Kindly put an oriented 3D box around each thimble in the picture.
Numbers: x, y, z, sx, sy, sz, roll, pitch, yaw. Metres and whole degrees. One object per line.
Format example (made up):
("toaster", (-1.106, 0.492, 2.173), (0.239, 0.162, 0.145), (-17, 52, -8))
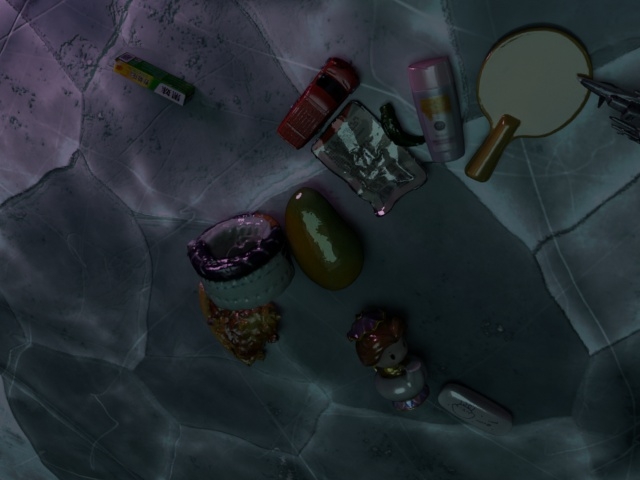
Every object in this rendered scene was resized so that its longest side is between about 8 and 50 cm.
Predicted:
("thimble", (-0.186, 0.049, 1.527), (0.237, 0.237, 0.150), (-3, 123, 23))

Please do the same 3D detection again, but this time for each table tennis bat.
("table tennis bat", (0.367, -0.242, 1.236), (0.198, 0.050, 0.321), (27, 124, 1))

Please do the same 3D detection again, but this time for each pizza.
("pizza", (-0.201, 0.220, 1.731), (0.228, 0.081, 0.290), (-13, 114, 27))

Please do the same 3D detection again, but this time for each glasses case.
("glasses case", (0.388, 0.424, 1.652), (0.197, 0.049, 0.076), (30, 127, 1))

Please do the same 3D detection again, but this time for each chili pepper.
("chili pepper", (0.159, -0.223, 1.329), (0.118, 0.035, 0.055), (40, 95, -8))

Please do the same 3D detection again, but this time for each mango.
("mango", (0.000, 0.000, 1.492), (0.156, 0.114, 0.251), (-19, 113, 38))

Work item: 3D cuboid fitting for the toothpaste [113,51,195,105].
("toothpaste", (-0.366, -0.355, 1.450), (0.178, 0.043, 0.037), (27, 127, 3))

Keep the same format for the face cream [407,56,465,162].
("face cream", (0.229, -0.251, 1.278), (0.084, 0.057, 0.199), (-7, 118, 24))

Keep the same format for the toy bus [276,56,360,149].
("toy bus", (-0.006, -0.277, 1.332), (0.081, 0.089, 0.195), (40, 126, -7))

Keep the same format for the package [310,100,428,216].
("package", (0.104, -0.168, 1.396), (0.232, 0.040, 0.166), (44, 123, 0))

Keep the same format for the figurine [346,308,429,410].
("figurine", (0.165, 0.281, 1.594), (0.189, 0.142, 0.264), (-4, 122, 50))

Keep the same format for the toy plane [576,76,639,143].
("toy plane", (0.553, -0.221, 1.145), (0.233, 0.083, 0.160), (16, 159, 1))
